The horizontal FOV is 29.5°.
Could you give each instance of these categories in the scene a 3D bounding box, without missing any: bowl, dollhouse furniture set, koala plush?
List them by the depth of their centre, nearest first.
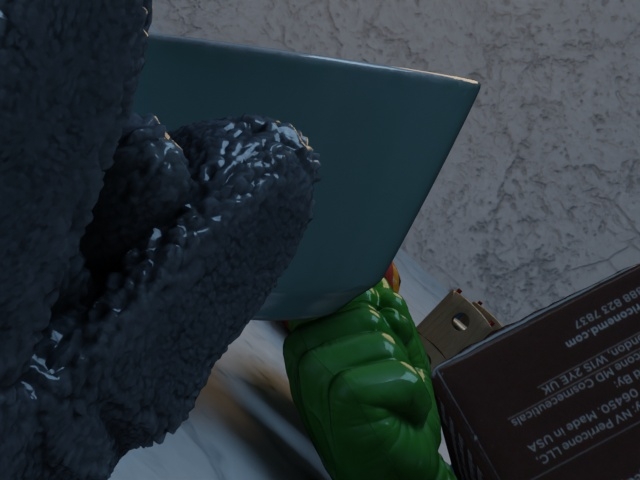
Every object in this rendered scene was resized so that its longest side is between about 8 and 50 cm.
[{"bbox_3d":[-0.157,-0.013,0.420,0.221,0.203,0.196,23,-15,32],"label":"koala plush"},{"bbox_3d":[-0.061,-0.045,0.792,0.311,0.163,0.311,7,7,-1],"label":"bowl"},{"bbox_3d":[0.108,0.087,1.418,0.184,0.129,0.129,46,7,19],"label":"dollhouse furniture set"}]

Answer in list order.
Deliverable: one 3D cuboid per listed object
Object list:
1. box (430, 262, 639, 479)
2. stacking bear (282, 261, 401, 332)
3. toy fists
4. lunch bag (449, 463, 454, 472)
[{"bbox_3d":[0.206,0.219,0.604,0.381,0.143,0.191,63,-3,27],"label":"box"},{"bbox_3d":[0.000,0.000,1.236,0.164,0.175,0.289,-3,31,-8],"label":"stacking bear"},{"bbox_3d":[0.035,0.101,0.866,0.142,0.096,0.279,62,5,-8],"label":"toy fists"},{"bbox_3d":[0.218,0.269,1.087,0.219,0.090,0.176,40,8,-24],"label":"lunch bag"}]
